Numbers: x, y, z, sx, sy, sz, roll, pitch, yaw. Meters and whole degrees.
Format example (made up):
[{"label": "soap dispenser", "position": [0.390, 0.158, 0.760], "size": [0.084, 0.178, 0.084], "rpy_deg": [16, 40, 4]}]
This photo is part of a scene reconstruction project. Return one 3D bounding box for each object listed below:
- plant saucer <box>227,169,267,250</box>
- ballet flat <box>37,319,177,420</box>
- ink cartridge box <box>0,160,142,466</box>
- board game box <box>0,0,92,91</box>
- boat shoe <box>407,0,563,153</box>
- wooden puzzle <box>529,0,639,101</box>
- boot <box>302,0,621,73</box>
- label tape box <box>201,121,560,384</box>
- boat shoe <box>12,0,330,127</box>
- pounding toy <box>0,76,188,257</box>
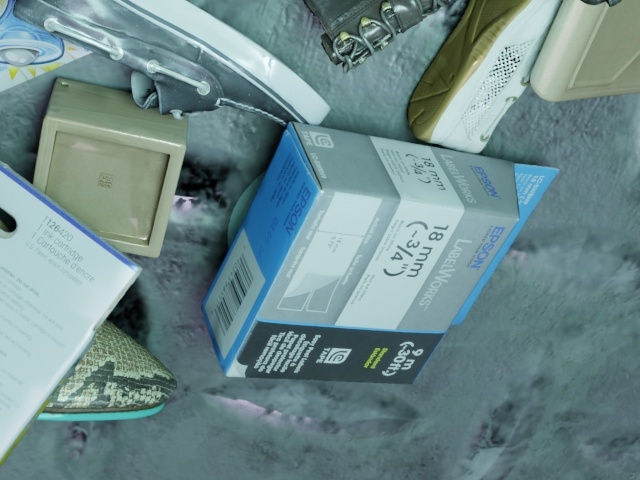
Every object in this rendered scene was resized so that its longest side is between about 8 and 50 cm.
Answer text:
[{"label": "plant saucer", "position": [0.000, 0.000, 1.206], "size": [0.194, 0.037, 0.195], "rpy_deg": [-6, 122, -10]}, {"label": "ballet flat", "position": [-0.381, 0.093, 1.106], "size": [0.482, 0.164, 0.182], "rpy_deg": [-1, 103, -12]}, {"label": "ink cartridge box", "position": [-0.366, 0.058, 1.010], "size": [0.303, 0.072, 0.307], "rpy_deg": [37, 85, -2]}, {"label": "board game box", "position": [-0.305, -0.197, 1.006], "size": [0.201, 0.035, 0.136], "rpy_deg": [-24, 124, 0]}, {"label": "boat shoe", "position": [0.193, -0.202, 1.102], "size": [0.096, 0.098, 0.277], "rpy_deg": [20, 122, -26]}, {"label": "wooden puzzle", "position": [0.306, -0.241, 1.094], "size": [0.238, 0.044, 0.221], "rpy_deg": [-8, 128, -46]}, {"label": "boot", "position": [0.106, -0.216, 0.981], "size": [0.229, 0.263, 0.091], "rpy_deg": [-35, 132, 0]}, {"label": "label tape box", "position": [0.081, 0.027, 1.148], "size": [0.333, 0.106, 0.241], "rpy_deg": [6, 129, -30]}, {"label": "boat shoe", "position": [-0.127, -0.157, 1.011], "size": [0.301, 0.108, 0.102], "rpy_deg": [28, 96, -35]}, {"label": "pounding toy", "position": [-0.244, -0.056, 1.080], "size": [0.206, 0.094, 0.181], "rpy_deg": [11, 122, -11]}]
